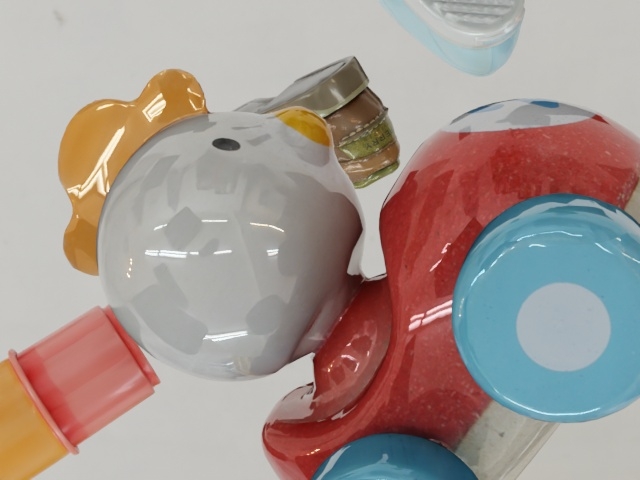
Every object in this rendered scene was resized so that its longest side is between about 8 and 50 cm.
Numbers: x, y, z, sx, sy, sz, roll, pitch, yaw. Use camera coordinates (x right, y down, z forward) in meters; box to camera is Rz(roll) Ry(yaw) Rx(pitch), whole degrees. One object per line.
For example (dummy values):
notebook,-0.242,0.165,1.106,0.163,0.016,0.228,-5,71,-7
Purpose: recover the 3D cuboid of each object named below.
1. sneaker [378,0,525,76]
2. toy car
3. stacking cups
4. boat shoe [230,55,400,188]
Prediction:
sneaker,0.076,-0.309,1.278,0.135,0.366,0.150,-27,158,-8
toy car,0.000,0.000,0.508,0.238,0.219,0.210,33,107,2
stacking cups,-0.238,0.151,0.713,0.316,0.096,0.096,-30,130,-12
boat shoe,-0.049,-0.070,1.110,0.307,0.111,0.104,-10,116,57
